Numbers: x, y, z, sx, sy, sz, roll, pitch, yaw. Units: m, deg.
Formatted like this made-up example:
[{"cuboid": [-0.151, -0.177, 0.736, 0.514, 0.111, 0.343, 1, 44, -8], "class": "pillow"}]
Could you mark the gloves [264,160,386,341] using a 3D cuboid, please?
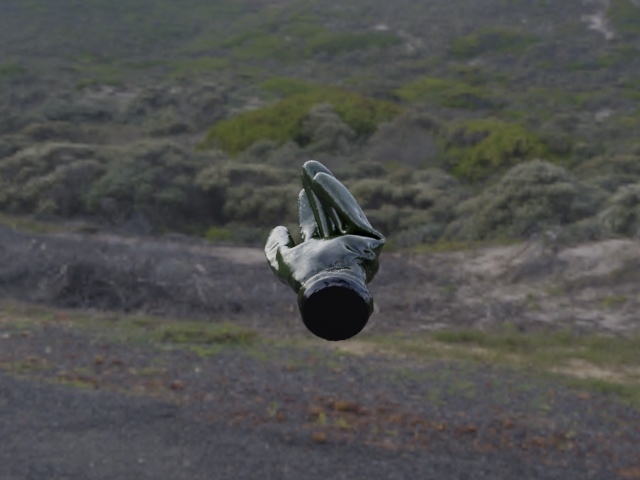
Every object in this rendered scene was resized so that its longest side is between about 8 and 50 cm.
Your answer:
[{"cuboid": [0.005, 0.013, 1.074, 0.135, 0.107, 0.268, -21, 36, 8], "class": "gloves"}]
